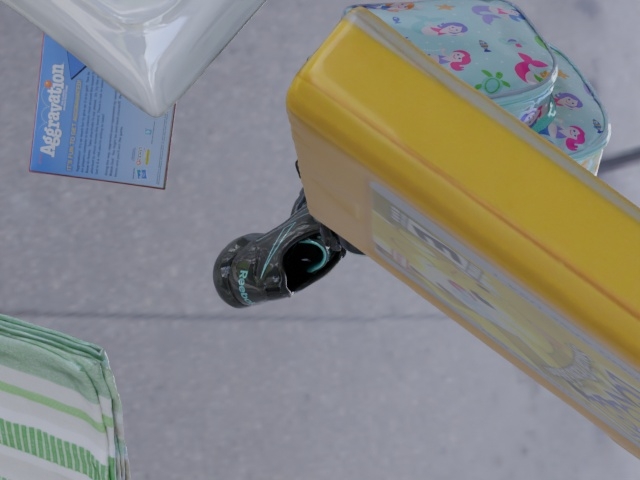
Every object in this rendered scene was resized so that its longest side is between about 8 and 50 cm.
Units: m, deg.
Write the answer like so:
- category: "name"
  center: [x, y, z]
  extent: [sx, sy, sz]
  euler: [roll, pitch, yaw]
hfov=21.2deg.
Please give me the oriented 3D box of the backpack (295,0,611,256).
- category: "backpack"
  center: [0.123, -0.103, 1.508]
  extent: [0.253, 0.191, 0.225]
  euler: [-1, 38, -18]

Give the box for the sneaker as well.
- category: "sneaker"
  center: [0.000, 0.000, 1.964]
  extent: [0.267, 0.106, 0.101]
  euler: [-40, 117, -35]

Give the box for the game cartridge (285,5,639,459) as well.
- category: "game cartridge"
  center: [0.128, 0.046, 0.738]
  extent: [0.323, 0.285, 0.053]
  euler: [39, 85, 7]

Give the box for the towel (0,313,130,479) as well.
- category: "towel"
  center: [-0.279, 0.202, 1.581]
  extent: [0.038, 0.248, 0.325]
  euler: [-50, 146, -45]

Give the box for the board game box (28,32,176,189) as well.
- category: "board game box"
  center: [-0.213, -0.200, 1.758]
  extent: [0.145, 0.027, 0.281]
  euler: [8, 101, -5]

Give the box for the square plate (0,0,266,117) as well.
- category: "square plate"
  center: [-0.153, -0.327, 1.591]
  extent: [0.344, 0.347, 0.049]
  euler: [-49, 148, -6]
